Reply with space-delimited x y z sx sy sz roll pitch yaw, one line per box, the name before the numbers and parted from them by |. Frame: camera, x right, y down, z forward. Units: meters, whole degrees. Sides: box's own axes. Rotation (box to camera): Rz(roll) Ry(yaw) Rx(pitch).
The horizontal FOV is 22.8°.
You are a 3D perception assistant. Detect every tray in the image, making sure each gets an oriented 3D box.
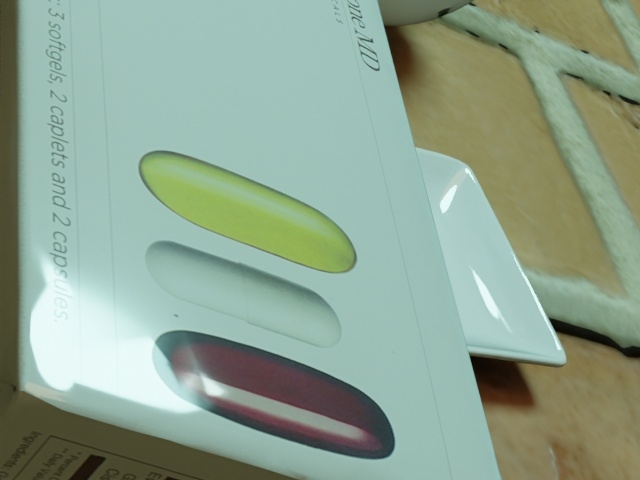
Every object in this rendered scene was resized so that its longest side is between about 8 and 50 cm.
tray | 0.000 0.000 0.782 0.270 0.030 0.145 10 44 -41

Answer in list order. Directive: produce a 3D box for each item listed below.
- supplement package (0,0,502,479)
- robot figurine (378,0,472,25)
supplement package | -0.079 0.025 0.504 0.145 0.204 0.261 22 37 -30
robot figurine | 0.028 -0.262 0.982 0.209 0.173 0.278 11 44 -41
